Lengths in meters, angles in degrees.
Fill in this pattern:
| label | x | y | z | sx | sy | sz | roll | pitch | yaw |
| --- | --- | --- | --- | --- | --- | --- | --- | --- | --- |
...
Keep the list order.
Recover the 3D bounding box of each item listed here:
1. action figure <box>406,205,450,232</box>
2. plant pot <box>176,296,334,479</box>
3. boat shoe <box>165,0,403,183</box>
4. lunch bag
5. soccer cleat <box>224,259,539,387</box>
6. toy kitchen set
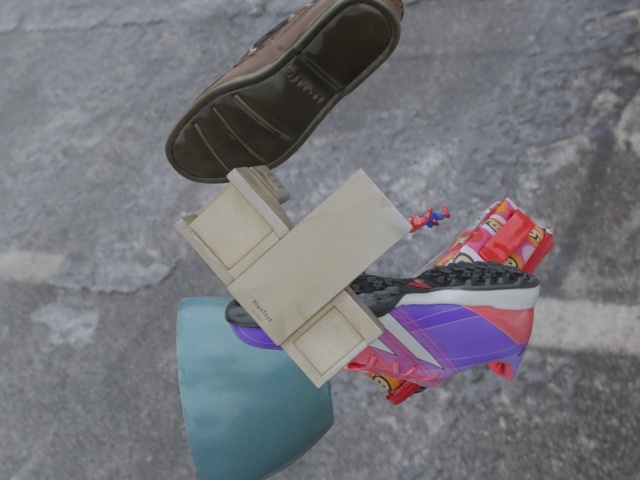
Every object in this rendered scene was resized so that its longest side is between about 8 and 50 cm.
| label | x | y | z | sx | sy | sz | roll | pitch | yaw |
| --- | --- | --- | --- | --- | --- | --- | --- | --- | --- |
| action figure | 0.145 | -0.030 | 1.512 | 0.038 | 0.030 | 0.115 | -31 | -6 | 28 |
| plant pot | -0.085 | 0.213 | 1.564 | 0.195 | 0.290 | 0.290 | -9 | 44 | 1 |
| boat shoe | -0.035 | -0.170 | 1.159 | 0.307 | 0.111 | 0.104 | -31 | 26 | 23 |
| lunch bag | 0.177 | 0.056 | 1.347 | 0.258 | 0.120 | 0.293 | -48 | -5 | 31 |
| soccer cleat | 0.064 | 0.088 | 0.999 | 0.318 | 0.116 | 0.108 | -3 | 14 | -27 |
| toy kitchen set | 0.000 | 0.000 | 0.436 | 0.068 | 0.083 | 0.075 | -41 | 0 | 8 |
